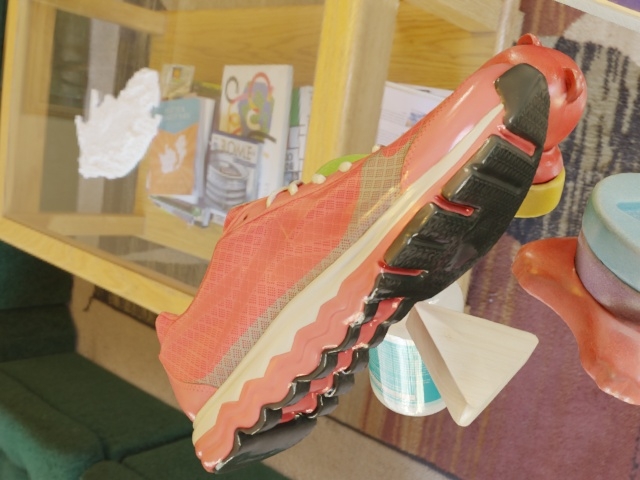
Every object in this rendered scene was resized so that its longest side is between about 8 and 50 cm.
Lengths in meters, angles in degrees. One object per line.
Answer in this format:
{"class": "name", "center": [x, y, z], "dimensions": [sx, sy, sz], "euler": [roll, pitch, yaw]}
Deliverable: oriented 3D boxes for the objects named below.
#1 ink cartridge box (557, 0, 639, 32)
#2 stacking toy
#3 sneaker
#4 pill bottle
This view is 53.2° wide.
{"class": "ink cartridge box", "center": [0.476, -0.474, 0.932], "dimensions": [0.307, 0.072, 0.303], "euler": [41, 102, 35]}
{"class": "stacking toy", "center": [0.153, -0.033, 0.469], "dimensions": [0.309, 0.280, 0.130], "euler": [54, 143, 39]}
{"class": "sneaker", "center": [-0.001, 0.000, 0.394], "dimensions": [0.314, 0.116, 0.136], "euler": [-48, 64, 13]}
{"class": "pill bottle", "center": [0.137, 0.131, 0.945], "dimensions": [0.146, 0.146, 0.264], "euler": [31, 146, 36]}
